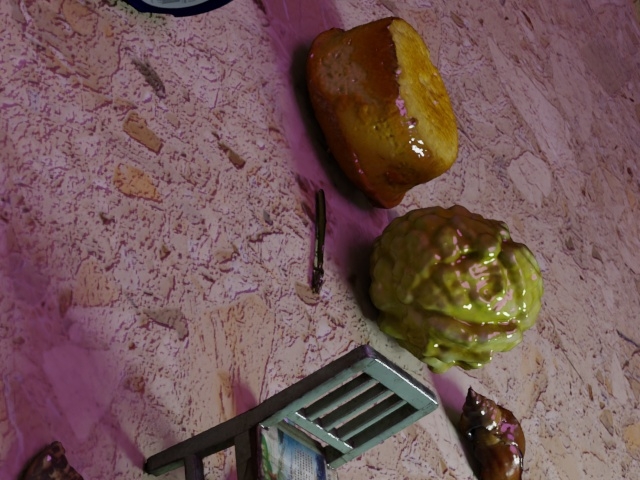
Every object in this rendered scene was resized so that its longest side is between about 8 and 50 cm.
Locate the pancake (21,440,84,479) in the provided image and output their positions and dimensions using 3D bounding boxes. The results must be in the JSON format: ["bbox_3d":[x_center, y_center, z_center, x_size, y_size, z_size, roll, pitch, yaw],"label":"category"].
[{"bbox_3d":[-0.210,0.272,1.269,0.184,0.020,0.190,17,58,-56],"label":"pancake"}]

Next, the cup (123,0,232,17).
[{"bbox_3d":[-0.212,-0.396,1.628,0.178,0.255,0.256,103,-20,-71],"label":"cup"}]

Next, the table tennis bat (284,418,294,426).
[{"bbox_3d":[-0.044,0.291,1.535,0.153,0.040,0.244,28,52,-50],"label":"table tennis bat"}]

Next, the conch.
[{"bbox_3d":[0.256,0.297,2.007,0.086,0.080,0.233,-40,108,-52],"label":"conch"}]

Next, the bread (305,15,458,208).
[{"bbox_3d":[0.091,-0.180,1.978,0.268,0.145,0.268,45,35,-44],"label":"bread"}]

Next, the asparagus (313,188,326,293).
[{"bbox_3d":[0.000,0.000,1.830,0.013,0.016,0.166,102,-9,-53],"label":"asparagus"}]

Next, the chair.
[{"bbox_3d":[-0.020,0.236,1.346,0.136,0.270,0.147,39,31,-44],"label":"chair"}]

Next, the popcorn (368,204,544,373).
[{"bbox_3d":[0.176,0.069,1.896,0.259,0.259,0.212,40,54,-42],"label":"popcorn"}]
